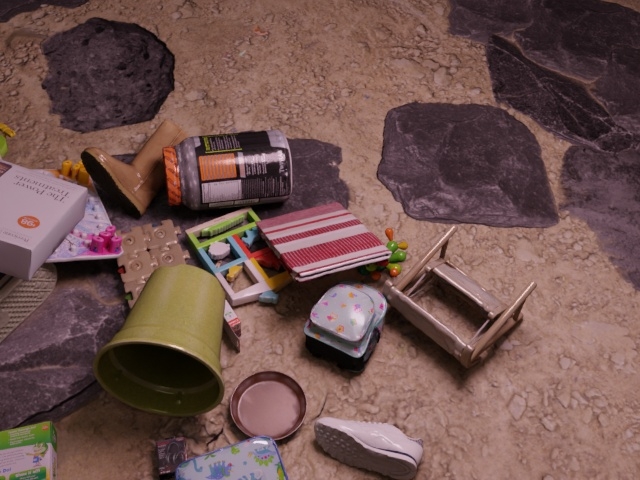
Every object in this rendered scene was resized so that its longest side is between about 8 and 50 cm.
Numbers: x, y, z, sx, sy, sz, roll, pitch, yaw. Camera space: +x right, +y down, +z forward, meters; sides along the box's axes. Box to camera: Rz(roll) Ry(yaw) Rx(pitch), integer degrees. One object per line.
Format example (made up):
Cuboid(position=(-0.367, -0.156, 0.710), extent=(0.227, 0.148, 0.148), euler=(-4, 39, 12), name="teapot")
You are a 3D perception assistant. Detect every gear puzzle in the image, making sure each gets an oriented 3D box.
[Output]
Cuboid(position=(-0.393, 0.100, 1.912), extent=(0.176, 0.044, 0.338), euler=(-14, 57, -16), name="gear puzzle")

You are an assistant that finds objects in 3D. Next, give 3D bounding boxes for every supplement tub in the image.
Cuboid(position=(-0.242, -0.180, 2.035), extent=(0.316, 0.193, 0.193), euler=(-6, 52, -12), name="supplement tub")

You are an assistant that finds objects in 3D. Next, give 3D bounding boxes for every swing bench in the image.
Cuboid(position=(0.318, 0.144, 1.848), extent=(0.255, 0.165, 0.253), euler=(-39, 64, -23), name="swing bench")

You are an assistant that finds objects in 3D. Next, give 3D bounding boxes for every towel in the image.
Cuboid(position=(0.000, 0.000, 1.890), extent=(0.237, 0.037, 0.329), euler=(-15, 27, -16), name="towel")

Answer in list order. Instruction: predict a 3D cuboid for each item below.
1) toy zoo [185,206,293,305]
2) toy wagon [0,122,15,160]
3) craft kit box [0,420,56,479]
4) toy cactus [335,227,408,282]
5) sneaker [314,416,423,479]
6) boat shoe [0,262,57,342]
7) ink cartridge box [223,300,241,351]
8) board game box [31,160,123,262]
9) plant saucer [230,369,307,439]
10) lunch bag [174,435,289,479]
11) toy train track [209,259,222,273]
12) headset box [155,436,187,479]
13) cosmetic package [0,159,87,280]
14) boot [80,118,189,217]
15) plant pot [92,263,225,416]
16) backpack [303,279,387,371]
Cuboid(position=(-0.185, 0.048, 1.958), extent=(0.192, 0.030, 0.293), euler=(-24, 57, -27), name="toy zoo")
Cuboid(position=(-0.949, -0.185, 2.080), extent=(0.267, 0.068, 0.344), euler=(30, 55, 19), name="toy wagon")
Cuboid(position=(-0.650, 0.496, 1.547), extent=(0.250, 0.061, 0.246), euler=(-10, 49, -8), name="craft kit box")
Cuboid(position=(0.120, 0.054, 1.915), extent=(0.181, 0.112, 0.219), euler=(-22, 7, 19), name="toy cactus")
Cuboid(position=(0.101, 0.424, 1.668), extent=(0.235, 0.090, 0.094), euler=(21, 41, 8), name="sneaker")
Cuboid(position=(-0.809, 0.181, 1.732), extent=(0.156, 0.186, 0.500), euler=(26, 48, 18), name="boat shoe")
Cuboid(position=(-0.205, 0.197, 1.828), extent=(0.029, 0.062, 0.115), euler=(-26, 58, -22), name="ink cartridge box")
Cuboid(position=(-0.716, -0.081, 1.905), extent=(0.390, 0.050, 0.390), euler=(-3, 38, -31), name="board game box")
Cuboid(position=(-0.113, 0.365, 1.724), extent=(0.169, 0.029, 0.168), euler=(1, 52, -2), name="plant saucer")
Cuboid(position=(-0.173, 0.501, 1.563), extent=(0.219, 0.090, 0.176), euler=(-16, 66, -16), name="lunch bag")
Cuboid(position=(-0.264, 0.078, 1.950), extent=(0.048, 0.014, 0.083), euler=(16, 52, 8), name="toy train track")
Cuboid(position=(-0.309, 0.451, 1.641), extent=(0.062, 0.032, 0.083), euler=(-7, 54, -10), name="headset box")
Cuboid(position=(-0.755, -0.076, 1.744), extent=(0.378, 0.097, 0.284), euler=(18, 34, -1), name="cosmetic package")
Cuboid(position=(-0.473, -0.225, 2.069), extent=(0.089, 0.236, 0.269), euler=(-2, 44, 41), name="boot")
Cuboid(position=(-0.316, 0.200, 1.697), extent=(0.276, 0.276, 0.253), euler=(8, 47, 2), name="plant pot")
Cuboid(position=(0.064, 0.180, 1.812), extent=(0.166, 0.144, 0.188), euler=(21, 51, 19), name="backpack")
